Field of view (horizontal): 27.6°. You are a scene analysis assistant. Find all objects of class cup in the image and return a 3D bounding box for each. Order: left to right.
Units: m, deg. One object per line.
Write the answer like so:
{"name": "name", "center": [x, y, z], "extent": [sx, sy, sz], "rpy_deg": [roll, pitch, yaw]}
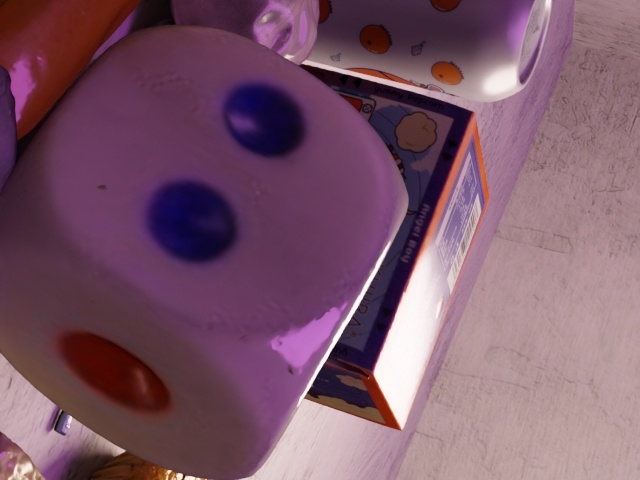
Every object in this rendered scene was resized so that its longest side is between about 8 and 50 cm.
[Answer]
{"name": "cup", "center": [0.131, -0.308, 1.705], "extent": [0.212, 0.317, 0.212], "rpy_deg": [17, 90, -72]}

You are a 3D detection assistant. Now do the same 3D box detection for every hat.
{"name": "hat", "center": [-0.093, -0.203, 1.401], "extent": [0.232, 0.161, 0.275], "rpy_deg": [-25, 133, -62]}

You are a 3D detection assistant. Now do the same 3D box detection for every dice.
{"name": "dice", "center": [-0.114, 0.010, 1.190], "extent": [0.304, 0.304, 0.277], "rpy_deg": [-58, 178, -37]}

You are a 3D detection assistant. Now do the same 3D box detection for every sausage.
{"name": "sausage", "center": [-0.244, -0.162, 1.057], "extent": [0.112, 0.112, 0.328], "rpy_deg": [86, 28, -49]}

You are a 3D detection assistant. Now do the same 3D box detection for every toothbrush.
{"name": "toothbrush", "center": [-0.245, 0.113, 1.450], "extent": [0.016, 0.019, 0.220], "rpy_deg": [71, 39, -70]}

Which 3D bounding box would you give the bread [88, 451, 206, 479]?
{"name": "bread", "center": [-0.221, 0.344, 1.540], "extent": [0.240, 0.139, 0.240], "rpy_deg": [17, 90, -73]}

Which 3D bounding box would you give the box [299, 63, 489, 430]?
{"name": "box", "center": [0.000, 0.000, 1.594], "extent": [0.257, 0.318, 0.349], "rpy_deg": [66, 45, -65]}

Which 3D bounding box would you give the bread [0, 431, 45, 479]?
{"name": "bread", "center": [-0.364, 0.349, 1.074], "extent": [0.237, 0.165, 0.375], "rpy_deg": [80, 32, -47]}

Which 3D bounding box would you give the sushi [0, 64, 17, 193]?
{"name": "sushi", "center": [-0.328, -0.078, 0.773], "extent": [0.350, 0.170, 0.211], "rpy_deg": [11, 94, -73]}
